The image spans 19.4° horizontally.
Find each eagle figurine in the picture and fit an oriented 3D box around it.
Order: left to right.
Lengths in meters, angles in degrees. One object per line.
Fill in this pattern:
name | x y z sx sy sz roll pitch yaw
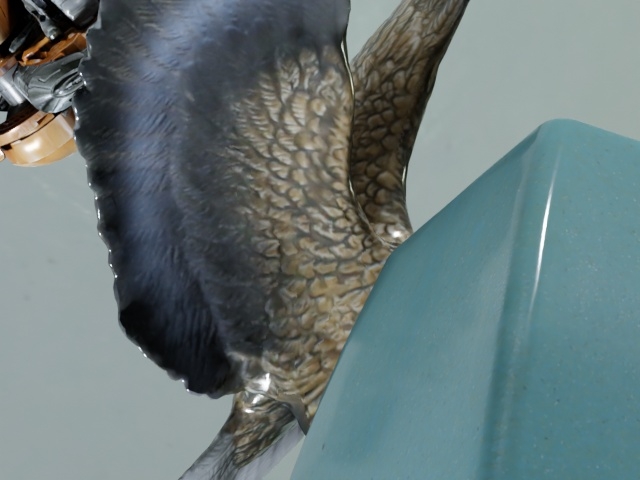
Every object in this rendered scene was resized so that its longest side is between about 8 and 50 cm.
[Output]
eagle figurine | 0.011 -0.003 0.865 0.225 0.226 0.298 -17 85 -12

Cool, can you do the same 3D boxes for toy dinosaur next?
toy dinosaur | -0.139 -0.110 0.904 0.322 0.218 0.164 -13 119 6

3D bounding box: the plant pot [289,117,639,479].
plant pot | 0.073 0.101 0.494 0.166 0.165 0.234 16 62 -19
